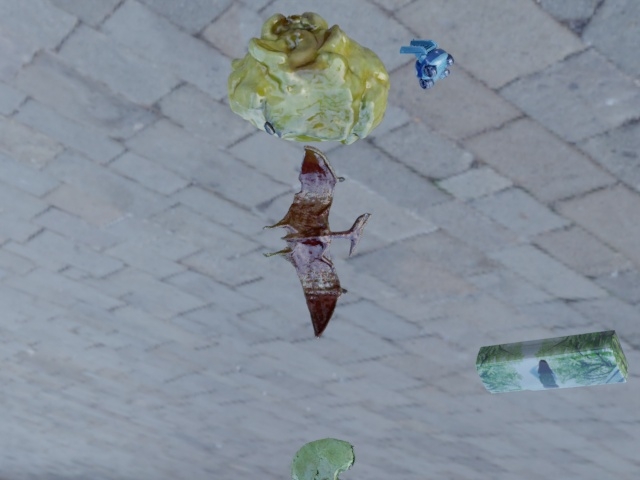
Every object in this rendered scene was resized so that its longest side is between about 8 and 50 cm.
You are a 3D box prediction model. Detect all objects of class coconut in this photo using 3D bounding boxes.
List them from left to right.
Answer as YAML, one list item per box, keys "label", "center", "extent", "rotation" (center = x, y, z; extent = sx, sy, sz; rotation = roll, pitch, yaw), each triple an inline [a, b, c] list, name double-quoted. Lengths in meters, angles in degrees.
- label: "coconut"
  center: [-0.002, 0.393, 1.460]
  extent: [0.133, 0.055, 0.158]
  rotation: [7, 111, 32]

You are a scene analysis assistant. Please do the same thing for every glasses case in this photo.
- label: "glasses case"
  center: [0.444, 0.241, 1.737]
  extent: [0.272, 0.062, 0.095]
  rotation: [-13, 118, 33]

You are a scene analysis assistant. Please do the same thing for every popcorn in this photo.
- label: "popcorn"
  center: [-0.020, -0.272, 1.564]
  extent: [0.286, 0.215, 0.252]
  rotation: [-2, 161, -9]

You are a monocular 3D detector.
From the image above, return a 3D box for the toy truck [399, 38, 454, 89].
- label: "toy truck"
  center: [0.176, -0.309, 1.524]
  extent: [0.090, 0.056, 0.073]
  rotation: [50, 159, 16]

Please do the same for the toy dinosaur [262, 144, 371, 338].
- label: "toy dinosaur"
  center: [-0.008, 0.006, 1.704]
  extent: [0.206, 0.328, 0.113]
  rotation: [23, 179, -12]
